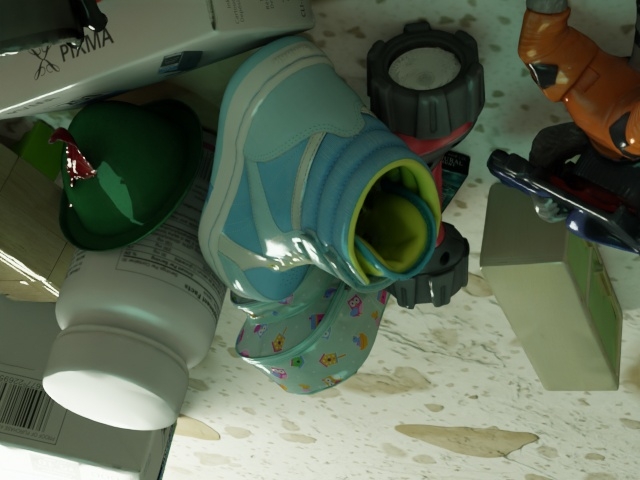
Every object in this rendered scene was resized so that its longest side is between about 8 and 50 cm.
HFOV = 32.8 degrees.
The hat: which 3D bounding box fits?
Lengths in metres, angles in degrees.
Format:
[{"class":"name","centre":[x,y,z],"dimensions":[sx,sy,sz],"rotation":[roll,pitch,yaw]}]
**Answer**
[{"class":"hat","centre":[-0.222,-0.104,0.990],"dimensions":[0.208,0.173,0.183],"rotation":[-4,150,36]}]

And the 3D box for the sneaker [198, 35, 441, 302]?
[{"class":"sneaker","centre":[0.000,0.000,0.954],"dimensions":[0.208,0.127,0.319],"rotation":[45,152,24]}]

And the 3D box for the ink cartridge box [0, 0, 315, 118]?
[{"class":"ink cartridge box","centre":[-0.196,-0.158,0.871],"dimensions":[0.296,0.066,0.261],"rotation":[-12,-176,35]}]

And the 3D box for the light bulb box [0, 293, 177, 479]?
[{"class":"light bulb box","centre":[-0.404,0.267,1.623],"dimensions":[0.357,0.225,0.361],"rotation":[13,148,0]}]

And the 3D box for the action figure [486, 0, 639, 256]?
[{"class":"action figure","centre":[0.283,-0.074,0.853],"dimensions":[0.341,0.178,0.330],"rotation":[36,171,35]}]

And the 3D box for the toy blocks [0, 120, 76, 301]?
[{"class":"toy blocks","centre":[-0.424,-0.044,1.212],"dimensions":[0.260,0.191,0.381],"rotation":[-3,146,45]}]

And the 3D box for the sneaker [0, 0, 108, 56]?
[{"class":"sneaker","centre":[-0.156,-0.241,0.540],"dimensions":[0.258,0.169,0.447],"rotation":[62,151,5]}]

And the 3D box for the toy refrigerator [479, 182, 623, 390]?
[{"class":"toy refrigerator","centre":[0.255,0.055,1.153],"dimensions":[0.094,0.102,0.269],"rotation":[-4,144,26]}]

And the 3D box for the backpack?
[{"class":"backpack","centre":[-0.012,0.067,1.188],"dimensions":[0.165,0.188,0.144],"rotation":[-16,138,40]}]

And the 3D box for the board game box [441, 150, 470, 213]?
[{"class":"board game box","centre":[0.043,-0.069,1.105],"dimensions":[0.186,0.026,0.126],"rotation":[17,149,-7]}]

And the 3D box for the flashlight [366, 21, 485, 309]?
[{"class":"flashlight","centre":[0.101,-0.054,1.006],"dimensions":[0.103,0.103,0.304],"rotation":[42,157,35]}]

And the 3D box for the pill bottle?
[{"class":"pill bottle","centre":[-0.173,0.035,1.106],"dimensions":[0.160,0.283,0.160],"rotation":[10,149,6]}]
